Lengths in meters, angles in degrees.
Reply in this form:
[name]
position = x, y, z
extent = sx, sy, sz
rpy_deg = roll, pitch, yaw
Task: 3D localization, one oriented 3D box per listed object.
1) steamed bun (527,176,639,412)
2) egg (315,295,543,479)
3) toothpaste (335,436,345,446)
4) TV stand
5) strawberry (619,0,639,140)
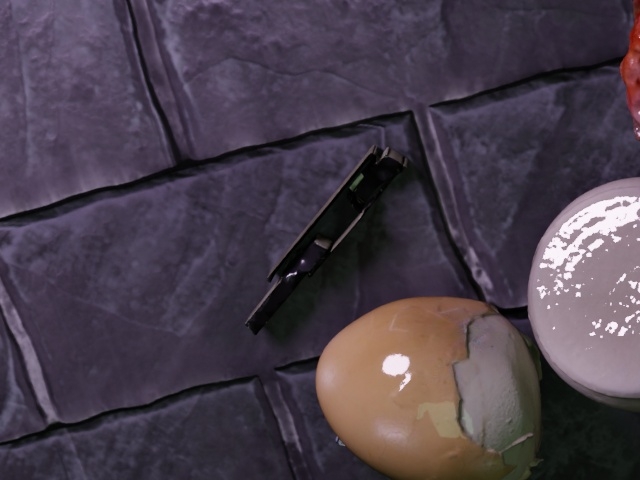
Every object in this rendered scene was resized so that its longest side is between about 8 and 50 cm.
[steamed bun]
position = 0.326, 0.056, 1.530
extent = 0.232, 0.145, 0.231
rpy_deg = -5, 79, 30
[egg]
position = 0.114, 0.156, 1.577
extent = 0.244, 0.201, 0.201
rpy_deg = 9, 110, 15
[toothpaste]
position = 0.116, 0.224, 1.684
extent = 0.196, 0.040, 0.047
rpy_deg = 18, 115, 1
[TV stand]
position = 0.000, 0.000, 1.621
extent = 0.042, 0.036, 0.249
rpy_deg = 37, 110, -7
[strawberry]
position = 0.427, -0.153, 1.390
extent = 0.336, 0.149, 0.265
rpy_deg = -12, 118, 43
